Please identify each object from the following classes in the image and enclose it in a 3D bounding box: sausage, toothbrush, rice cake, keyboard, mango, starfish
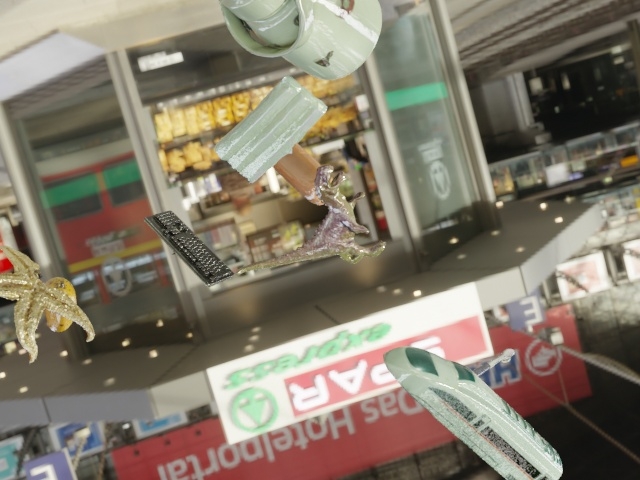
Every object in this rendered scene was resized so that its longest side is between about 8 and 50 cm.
[{"bbox_3d":[-0.063,-0.183,1.864,0.086,0.086,0.289,-19,-135,-29],"label":"sausage"},{"bbox_3d":[0.352,0.280,1.697,0.024,0.026,0.288,38,-151,27],"label":"toothbrush"},{"bbox_3d":[-0.105,-0.235,1.658,0.237,0.127,0.043,-43,-160,19],"label":"rice cake"},{"bbox_3d":[-0.289,0.014,1.714,0.093,0.230,0.025,-23,149,-48],"label":"keyboard"},{"bbox_3d":[-0.514,0.126,1.533,0.079,0.114,0.057,24,-157,31],"label":"mango"},{"bbox_3d":[-0.524,0.114,1.397,0.138,0.247,0.050,-48,-178,-39],"label":"starfish"}]

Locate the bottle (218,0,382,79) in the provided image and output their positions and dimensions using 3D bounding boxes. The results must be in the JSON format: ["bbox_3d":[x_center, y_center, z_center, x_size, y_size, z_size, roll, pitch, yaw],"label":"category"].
[{"bbox_3d":[-0.059,-0.445,1.450,0.229,0.229,0.351,-12,162,34],"label":"bottle"}]

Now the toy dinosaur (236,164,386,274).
[{"bbox_3d":[0.000,-0.003,1.395,0.251,0.199,0.072,-50,-154,25],"label":"toy dinosaur"}]

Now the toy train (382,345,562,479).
[{"bbox_3d":[0.255,0.282,1.273,0.088,0.407,0.086,-38,-150,16],"label":"toy train"}]
